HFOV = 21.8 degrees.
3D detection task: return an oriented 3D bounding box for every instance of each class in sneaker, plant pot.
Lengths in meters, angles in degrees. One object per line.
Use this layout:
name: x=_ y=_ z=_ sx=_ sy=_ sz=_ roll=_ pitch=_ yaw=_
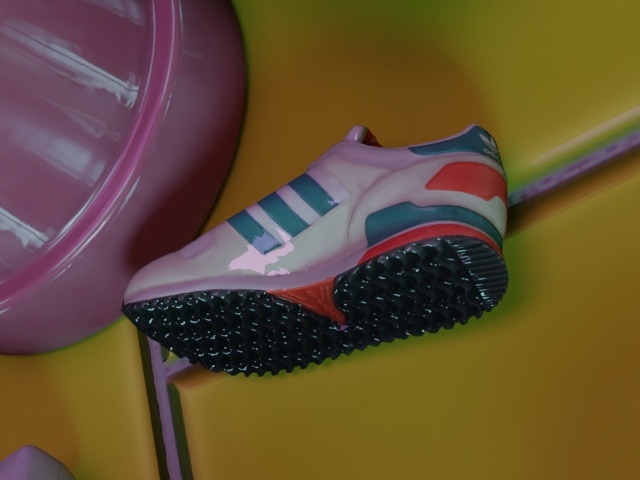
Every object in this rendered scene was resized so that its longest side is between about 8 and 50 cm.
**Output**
sneaker: x=0.000 y=0.000 z=0.622 sx=0.161 sy=0.057 sz=0.075 roll=-14 pitch=46 yaw=32
plant pot: x=-0.160 y=-0.073 z=0.678 sx=0.201 sy=0.180 sz=0.201 roll=-14 pitch=63 yaw=29

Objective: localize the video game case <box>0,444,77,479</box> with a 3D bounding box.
video game case: x=-0.215 y=0.254 z=0.570 sx=0.300 sy=0.036 sz=0.329 roll=-36 pitch=26 yaw=20
